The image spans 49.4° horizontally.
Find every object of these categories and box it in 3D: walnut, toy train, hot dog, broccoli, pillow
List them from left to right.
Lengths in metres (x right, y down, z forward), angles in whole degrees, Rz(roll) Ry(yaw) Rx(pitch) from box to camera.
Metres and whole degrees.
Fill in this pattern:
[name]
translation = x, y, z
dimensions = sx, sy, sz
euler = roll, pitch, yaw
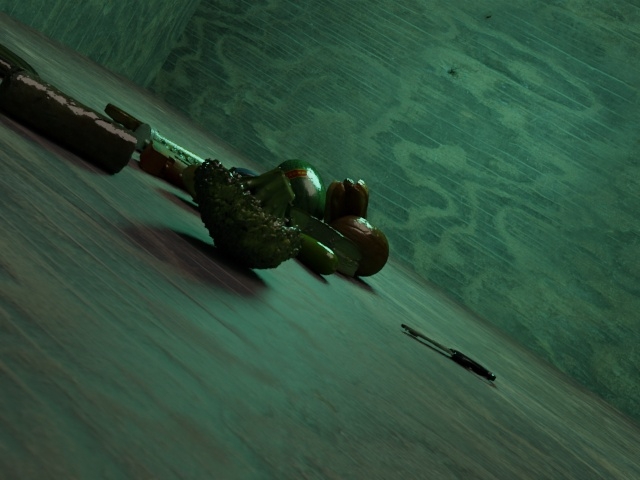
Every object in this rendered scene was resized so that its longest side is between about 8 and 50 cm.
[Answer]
[pillow]
translation = -0.775, -0.443, 1.636
dimensions = 0.208, 0.052, 0.212
euler = 34, 8, -19
[toy train]
translation = -0.346, -0.171, 1.637
dimensions = 0.175, 0.074, 0.118
euler = 35, 14, -32
[broccoli]
translation = -0.128, -0.052, 1.248
dimensions = 0.176, 0.227, 0.198
euler = -13, 20, -11
[hot dog]
translation = 0.075, -0.070, 2.146
dimensions = 0.337, 0.135, 0.100
euler = 90, -9, -53
[walnut]
translation = 0.106, 0.015, 2.042
dimensions = 0.207, 0.167, 0.167
euler = 35, 5, -13

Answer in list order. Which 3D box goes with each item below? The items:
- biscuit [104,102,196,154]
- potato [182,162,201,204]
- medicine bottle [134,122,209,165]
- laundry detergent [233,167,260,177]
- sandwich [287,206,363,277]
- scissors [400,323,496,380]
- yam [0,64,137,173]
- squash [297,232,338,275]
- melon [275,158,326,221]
[biscuit]
translation = -0.488, -0.299, 2.009
dimensions = 0.301, 0.049, 0.197
euler = 32, 2, -12
[potato]
translation = -0.228, -0.095, 1.546
dimensions = 0.188, 0.085, 0.105
euler = 34, 26, -28
[medicine bottle]
translation = -0.395, -0.232, 1.851
dimensions = 0.074, 0.074, 0.218
euler = 38, 6, 40
[laundry detergent]
translation = -0.224, -0.167, 2.163
dimensions = 0.143, 0.094, 0.290
euler = 24, 4, -11
[sandwich]
translation = 0.000, 0.000, 1.926
dimensions = 0.258, 0.094, 0.096
euler = 33, 1, 10
[scissors]
translation = 0.310, 0.271, 1.707
dimensions = 0.299, 0.022, 0.109
euler = 29, 3, -23
[yam]
translation = -0.470, -0.224, 1.289
dimensions = 0.259, 0.093, 0.093
euler = 30, 6, -22
[squash]
translation = -0.030, 0.025, 1.721
dimensions = 0.201, 0.066, 0.066
euler = 33, 5, 39
[melon]
translation = -0.072, -0.152, 2.199
dimensions = 0.182, 0.182, 0.288
euler = 29, 29, -33
